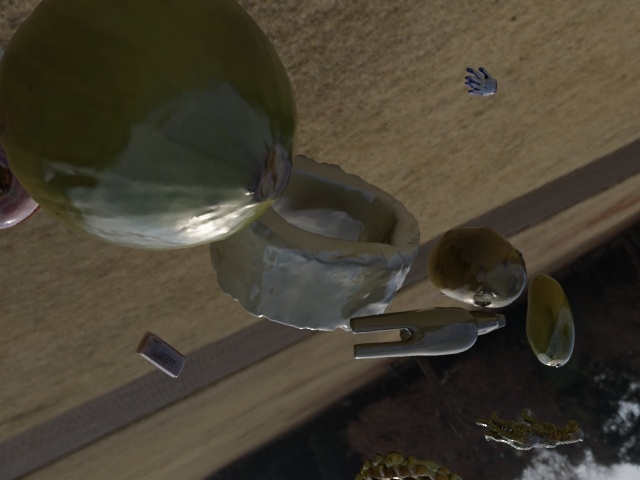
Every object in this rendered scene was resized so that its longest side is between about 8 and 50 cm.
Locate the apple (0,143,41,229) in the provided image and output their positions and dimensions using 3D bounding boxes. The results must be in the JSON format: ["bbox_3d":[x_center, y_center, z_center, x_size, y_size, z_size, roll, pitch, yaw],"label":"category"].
[{"bbox_3d":[-0.596,-0.141,1.287,0.230,0.230,0.230,-28,164,-9],"label":"apple"}]

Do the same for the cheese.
[{"bbox_3d":[0.000,0.004,1.120,0.332,0.292,0.153,9,122,-22],"label":"cheese"}]

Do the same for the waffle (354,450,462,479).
[{"bbox_3d":[0.239,0.685,1.946,0.300,0.058,0.282,6,133,5],"label":"waffle"}]

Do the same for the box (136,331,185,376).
[{"bbox_3d":[-0.306,0.221,1.355,0.115,0.025,0.048,52,54,-44],"label":"box"}]

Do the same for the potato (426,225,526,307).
[{"bbox_3d":[0.260,0.042,1.186,0.137,0.176,0.137,-24,120,-50],"label":"potato"}]

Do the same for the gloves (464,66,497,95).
[{"bbox_3d":[0.359,-0.358,1.582,0.086,0.064,0.026,3,176,-24],"label":"gloves"}]

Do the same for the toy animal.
[{"bbox_3d":[0.424,0.390,1.430,0.181,0.073,0.136,10,176,-30],"label":"toy animal"}]

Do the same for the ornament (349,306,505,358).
[{"bbox_3d":[0.163,0.125,1.002,0.245,0.061,0.230,-4,175,0],"label":"ornament"}]

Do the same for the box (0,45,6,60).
[{"bbox_3d":[-0.511,-0.244,1.112,0.029,0.109,0.198,-31,-159,8],"label":"box"}]

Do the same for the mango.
[{"bbox_3d":[0.475,0.168,1.459,0.085,0.191,0.122,-10,-174,1],"label":"mango"}]

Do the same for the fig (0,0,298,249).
[{"bbox_3d":[-0.175,-0.138,0.801,0.343,0.343,0.343,-28,164,-9],"label":"fig"}]
